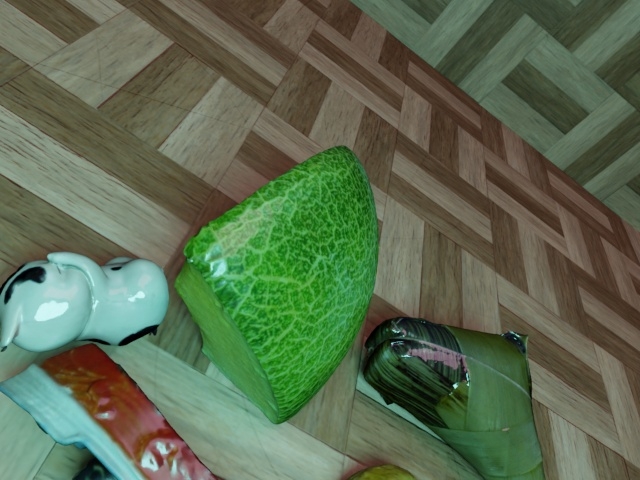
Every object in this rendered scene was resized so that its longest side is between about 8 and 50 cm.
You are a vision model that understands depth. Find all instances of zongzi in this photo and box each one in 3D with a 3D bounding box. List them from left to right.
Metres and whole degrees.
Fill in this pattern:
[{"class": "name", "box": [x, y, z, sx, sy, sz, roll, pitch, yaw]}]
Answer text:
[{"class": "zongzi", "box": [0.210, 0.278, 0.840, 0.290, 0.154, 0.317, 12, 51, -25]}]

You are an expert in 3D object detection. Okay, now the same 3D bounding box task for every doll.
[{"class": "doll", "box": [-0.260, 0.066, 0.627, 0.181, 0.110, 0.106, 5, 89, -43]}]

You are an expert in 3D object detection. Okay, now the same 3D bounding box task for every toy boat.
[{"class": "toy boat", "box": [-0.172, 0.240, 0.517, 0.133, 0.145, 0.332, -39, 82, -27]}]

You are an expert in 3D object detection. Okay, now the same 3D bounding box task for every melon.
[{"class": "melon", "box": [-0.026, 0.017, 0.742, 0.343, 0.226, 0.331, -47, 130, -29]}]

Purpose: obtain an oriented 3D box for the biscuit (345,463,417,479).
[{"class": "biscuit", "box": [0.104, 0.405, 0.645, 0.274, 0.091, 0.213, 53, 34, 10]}]
